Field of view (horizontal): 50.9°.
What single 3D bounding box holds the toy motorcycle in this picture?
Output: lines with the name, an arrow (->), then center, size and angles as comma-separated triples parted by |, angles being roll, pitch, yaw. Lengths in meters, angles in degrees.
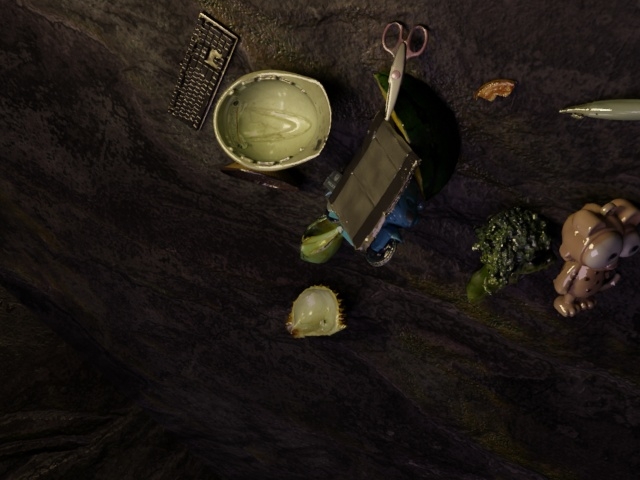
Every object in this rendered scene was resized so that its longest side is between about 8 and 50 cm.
toy motorcycle -> 0.106, -0.074, 1.405 | 0.124, 0.182, 0.272 | 28, -168, -40

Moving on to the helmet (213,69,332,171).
helmet -> -0.078, -0.244, 1.402 | 0.258, 0.137, 0.203 | 5, 96, 19

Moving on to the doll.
doll -> 0.525, 0.036, 1.295 | 0.119, 0.154, 0.278 | 56, 166, 41

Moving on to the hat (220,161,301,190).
hat -> -0.131, -0.176, 1.561 | 0.193, 0.082, 0.193 | 12, 177, 1

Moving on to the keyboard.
keyboard -> -0.272, -0.364, 1.491 | 0.106, 0.027, 0.317 | 34, 142, -3

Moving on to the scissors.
scissors -> 0.139, -0.303, 1.208 | 0.086, 0.022, 0.176 | 15, 101, 19

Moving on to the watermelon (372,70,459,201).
watermelon -> 0.189, -0.195, 1.311 | 0.129, 0.123, 0.301 | 18, 143, 52

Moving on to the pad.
pad -> 0.099, -0.113, 1.312 | 0.022, 0.174, 0.233 | 6, 128, -35

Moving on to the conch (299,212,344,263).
conch -> 0.002, 0.001, 1.658 | 0.095, 0.079, 0.200 | 43, 125, 8

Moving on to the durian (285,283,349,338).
durian -> -0.005, 0.201, 1.824 | 0.252, 0.139, 0.144 | -6, 123, 39

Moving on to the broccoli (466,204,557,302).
broccoli -> 0.374, 0.054, 1.432 | 0.304, 0.165, 0.145 | 102, 148, -60

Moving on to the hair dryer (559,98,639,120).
hair dryer -> 0.521, -0.186, 1.129 | 0.237, 0.075, 0.206 | 16, 146, 31

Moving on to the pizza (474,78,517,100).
pizza -> 0.313, -0.270, 1.204 | 0.083, 0.016, 0.037 | -13, 123, 37
